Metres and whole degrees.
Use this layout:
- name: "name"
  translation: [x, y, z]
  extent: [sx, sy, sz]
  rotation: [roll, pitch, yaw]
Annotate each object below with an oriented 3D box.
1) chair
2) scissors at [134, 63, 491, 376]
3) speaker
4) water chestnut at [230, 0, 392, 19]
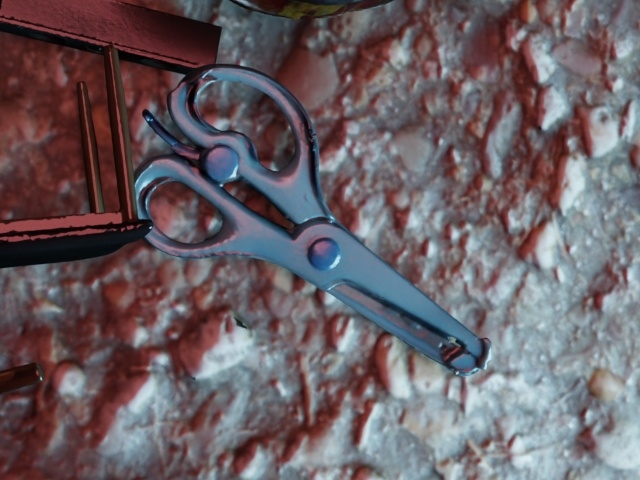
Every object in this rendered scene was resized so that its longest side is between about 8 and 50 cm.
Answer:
- name: "chair"
  translation: [-0.233, -0.005, 1.449]
  extent: [0.166, 0.188, 0.272]
  rotation: [-6, 86, -17]
- name: "scissors"
  translation: [0.000, 0.000, 1.588]
  extent: [0.393, 0.032, 0.180]
  rotation: [36, 95, -16]
- name: "speaker"
  translation: [-0.183, -0.184, 1.542]
  extent: [0.191, 0.040, 0.046]
  rotation: [12, 82, -17]
- name: "water chestnut"
  translation: [-0.038, -0.305, 1.497]
  extent: [0.300, 0.300, 0.300]
  rotation: [1, 88, -18]
